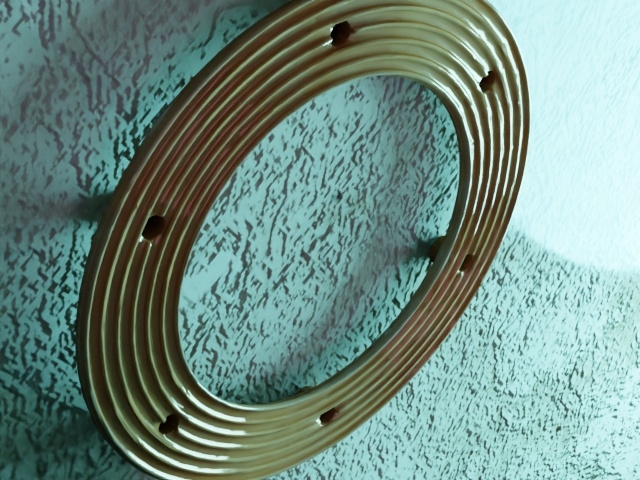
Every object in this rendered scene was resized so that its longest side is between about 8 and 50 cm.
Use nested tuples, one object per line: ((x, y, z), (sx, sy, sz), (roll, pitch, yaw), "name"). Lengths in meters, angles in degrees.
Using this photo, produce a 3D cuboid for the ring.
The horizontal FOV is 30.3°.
((0.000, 0.000, 0.695), (0.337, 0.032, 0.336), (-28, 135, -31), "ring")
